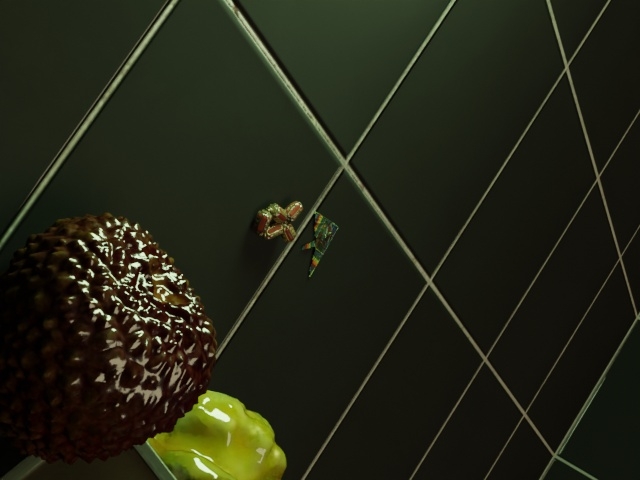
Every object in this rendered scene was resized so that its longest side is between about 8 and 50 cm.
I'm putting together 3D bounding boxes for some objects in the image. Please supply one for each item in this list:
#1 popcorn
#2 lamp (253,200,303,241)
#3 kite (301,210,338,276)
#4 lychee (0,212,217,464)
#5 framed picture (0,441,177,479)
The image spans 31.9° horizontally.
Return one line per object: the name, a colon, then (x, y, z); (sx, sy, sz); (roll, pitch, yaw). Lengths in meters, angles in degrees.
popcorn: (-0.197, 0.329, 1.422); (0.325, 0.321, 0.290); (-31, 165, 19)
lamp: (-0.062, -0.024, 1.553); (0.083, 0.031, 0.063); (-8, 120, -51)
kite: (0.000, 0.000, 1.695); (0.090, 0.004, 0.122); (-29, 138, -45)
lychee: (-0.247, 0.116, 1.182); (0.271, 0.271, 0.271); (-38, 144, -36)
framed picture: (-0.285, 0.353, 1.268); (0.296, 0.232, 0.019); (-38, 174, -4)
